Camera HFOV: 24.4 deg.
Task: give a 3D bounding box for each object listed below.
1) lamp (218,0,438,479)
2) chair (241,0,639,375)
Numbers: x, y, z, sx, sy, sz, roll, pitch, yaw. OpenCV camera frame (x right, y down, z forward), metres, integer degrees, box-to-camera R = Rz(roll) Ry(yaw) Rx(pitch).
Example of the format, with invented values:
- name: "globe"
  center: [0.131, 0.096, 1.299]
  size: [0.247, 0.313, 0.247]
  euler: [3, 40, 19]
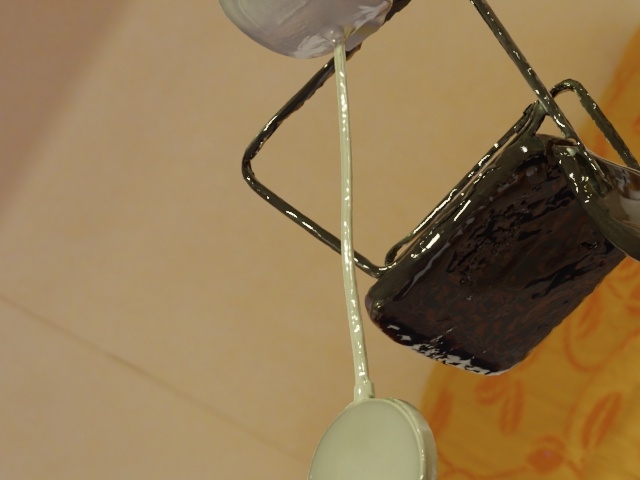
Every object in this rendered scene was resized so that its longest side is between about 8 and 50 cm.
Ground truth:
- name: "lamp"
  center: [0.000, 0.000, 0.460]
  size: [0.050, 0.056, 0.198]
  euler: [-26, 57, 40]
- name: "chair"
  center: [0.094, 0.004, 0.676]
  size: [0.145, 0.140, 0.221]
  euler: [-47, 49, 11]
